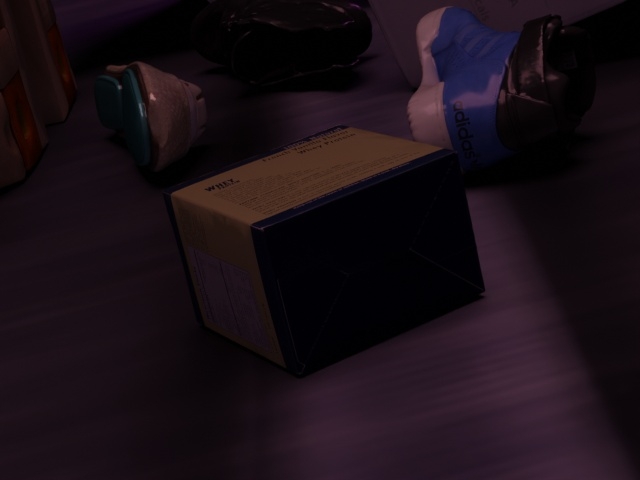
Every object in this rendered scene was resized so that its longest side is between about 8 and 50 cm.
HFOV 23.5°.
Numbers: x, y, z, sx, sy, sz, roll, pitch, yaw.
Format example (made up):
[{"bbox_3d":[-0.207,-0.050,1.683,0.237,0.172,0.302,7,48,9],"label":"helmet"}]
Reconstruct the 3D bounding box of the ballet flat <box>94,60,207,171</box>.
[{"bbox_3d":[-0.090,-0.077,0.864,0.052,0.057,0.168,-8,17,-16],"label":"ballet flat"}]

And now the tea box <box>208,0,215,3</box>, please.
[{"bbox_3d":[-0.131,-0.366,1.223,0.220,0.329,0.323,-50,17,7],"label":"tea box"}]

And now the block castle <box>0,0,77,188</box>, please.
[{"bbox_3d":[-0.335,-0.135,0.949,0.303,0.213,0.453,-12,18,3],"label":"block castle"}]

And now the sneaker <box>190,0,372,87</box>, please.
[{"bbox_3d":[-0.036,-0.128,0.979,0.170,0.051,0.089,5,20,35],"label":"sneaker"}]

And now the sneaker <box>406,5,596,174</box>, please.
[{"bbox_3d":[0.090,-0.080,0.734,0.084,0.058,0.152,-14,22,14],"label":"sneaker"}]

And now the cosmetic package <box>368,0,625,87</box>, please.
[{"bbox_3d":[0.239,-0.265,0.868,0.453,0.162,0.230,-21,14,21],"label":"cosmetic package"}]

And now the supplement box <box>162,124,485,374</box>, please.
[{"bbox_3d":[0.000,0.000,0.566,0.083,0.056,0.083,-22,20,-25],"label":"supplement box"}]
